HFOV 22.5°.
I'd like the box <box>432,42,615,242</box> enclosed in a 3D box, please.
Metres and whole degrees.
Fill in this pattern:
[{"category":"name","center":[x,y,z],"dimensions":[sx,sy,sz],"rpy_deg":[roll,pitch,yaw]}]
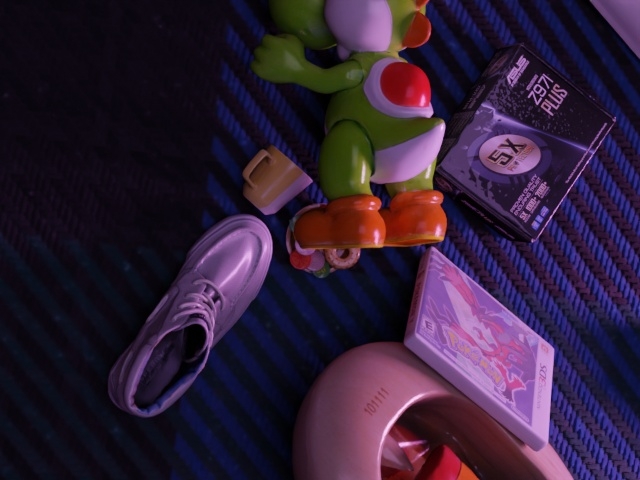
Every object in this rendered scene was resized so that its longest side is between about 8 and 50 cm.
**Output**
[{"category":"box","center":[0.224,-0.111,1.842],"dimensions":[0.147,0.077,0.180],"rpy_deg":[37,83,-14]}]

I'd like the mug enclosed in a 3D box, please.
[{"category":"mug","center":[-0.058,-0.068,1.775],"dimensions":[0.078,0.062,0.064],"rpy_deg":[42,90,-24]}]

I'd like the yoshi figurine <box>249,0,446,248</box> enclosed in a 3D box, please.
[{"category":"yoshi figurine","center":[0.028,-0.171,1.744],"dimensions":[0.203,0.203,0.362],"rpy_deg":[-3,90,3]}]

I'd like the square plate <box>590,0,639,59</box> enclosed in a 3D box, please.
[{"category":"square plate","center":[0.504,-0.332,1.915],"dimensions":[0.344,0.049,0.347],"rpy_deg":[-46,107,-8]}]

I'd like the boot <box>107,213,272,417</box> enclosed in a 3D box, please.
[{"category":"boot","center":[-0.128,0.084,1.727],"dimensions":[0.095,0.123,0.258],"rpy_deg":[36,83,-14]}]

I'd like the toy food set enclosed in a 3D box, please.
[{"category":"toy food set","center":[0.000,0.000,1.813],"dimensions":[0.083,0.020,0.083],"rpy_deg":[-19,98,-14]}]

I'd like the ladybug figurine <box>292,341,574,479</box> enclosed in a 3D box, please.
[{"category":"ladybug figurine","center":[0.134,0.312,1.765],"dimensions":[0.449,0.162,0.305],"rpy_deg":[48,52,-8]}]

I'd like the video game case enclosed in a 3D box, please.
[{"category":"video game case","center":[0.182,0.118,1.801],"dimensions":[0.201,0.183,0.023],"rpy_deg":[39,120,-14]}]
